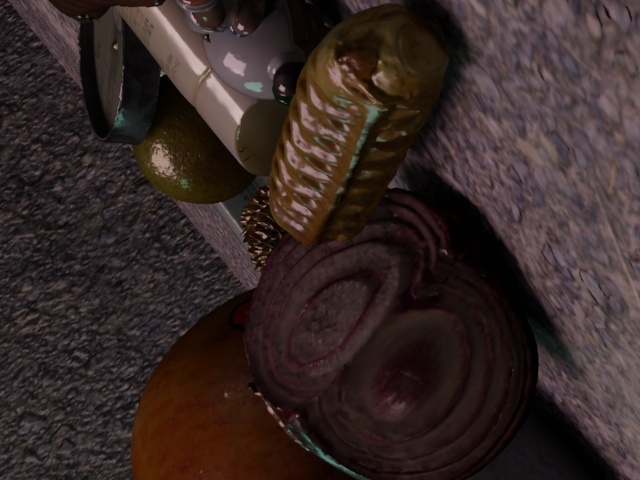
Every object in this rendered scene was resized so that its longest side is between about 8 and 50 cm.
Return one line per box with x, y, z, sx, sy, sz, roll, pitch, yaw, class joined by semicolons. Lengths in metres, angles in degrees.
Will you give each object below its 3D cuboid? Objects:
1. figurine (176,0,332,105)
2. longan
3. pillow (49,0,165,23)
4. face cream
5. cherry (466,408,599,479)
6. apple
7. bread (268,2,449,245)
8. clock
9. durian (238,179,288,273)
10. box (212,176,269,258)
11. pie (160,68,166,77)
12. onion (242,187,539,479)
-0.047;-0.162;1.176;0.197;0.093;0.147;56;-168;-70;figurine
-0.126;-0.116;1.827;0.154;0.176;0.145;26;-117;-62;longan
-0.168;-0.295;1.061;0.305;0.108;0.308;-163;56;-73;pillow
-0.142;-0.216;1.581;0.348;0.081;0.173;51;176;7;face cream
0.166;0.273;1.575;0.296;0.218;0.255;35;165;15;cherry
-0.022;0.236;1.823;0.333;0.400;0.400;-7;131;37;apple
0.018;-0.070;1.140;0.367;0.084;0.077;117;136;-74;bread
-0.218;-0.209;1.767;0.215;0.042;0.215;177;90;-69;clock
0.000;0.000;1.594;0.158;0.137;0.168;26;161;-8;durian
-0.115;-0.085;2.065;0.269;0.079;0.135;54;173;-20;box
-0.224;-0.242;2.209;0.084;0.020;0.084;53;173;9;pie
0.058;0.084;1.350;0.207;0.216;0.206;47;180;-33;onion
